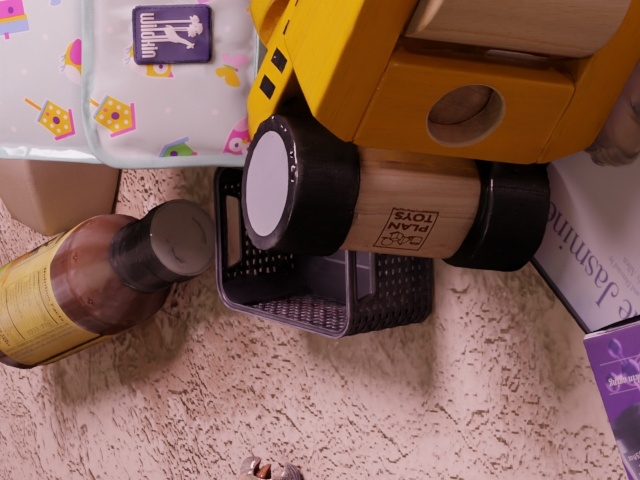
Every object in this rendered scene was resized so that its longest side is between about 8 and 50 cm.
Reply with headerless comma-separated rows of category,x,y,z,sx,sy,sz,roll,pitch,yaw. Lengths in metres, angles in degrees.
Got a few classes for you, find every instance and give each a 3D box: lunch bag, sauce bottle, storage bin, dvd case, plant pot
lunch bag,-0.159,-0.172,1.529,0.262,0.160,0.223,7,104,26
sauce bottle,-0.207,0.038,1.799,0.344,0.111,0.111,-22,79,52
storage bin,0.000,0.000,1.523,0.180,0.084,0.122,12,107,52
dvd case,0.222,-0.036,1.260,0.180,0.022,0.253,55,137,32
plant pot,-0.254,-0.066,1.850,0.109,0.109,0.096,25,130,49

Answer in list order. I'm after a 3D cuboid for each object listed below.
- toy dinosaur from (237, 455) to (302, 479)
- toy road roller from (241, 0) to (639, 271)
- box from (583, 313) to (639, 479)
toy dinosaur,-0.112,0.316,1.730,0.200,0.127,0.296,18,136,14
toy road roller,0.061,-0.147,1.305,0.241,0.202,0.329,-109,33,-41
box,0.269,0.126,1.139,0.153,0.108,0.207,-24,83,51
